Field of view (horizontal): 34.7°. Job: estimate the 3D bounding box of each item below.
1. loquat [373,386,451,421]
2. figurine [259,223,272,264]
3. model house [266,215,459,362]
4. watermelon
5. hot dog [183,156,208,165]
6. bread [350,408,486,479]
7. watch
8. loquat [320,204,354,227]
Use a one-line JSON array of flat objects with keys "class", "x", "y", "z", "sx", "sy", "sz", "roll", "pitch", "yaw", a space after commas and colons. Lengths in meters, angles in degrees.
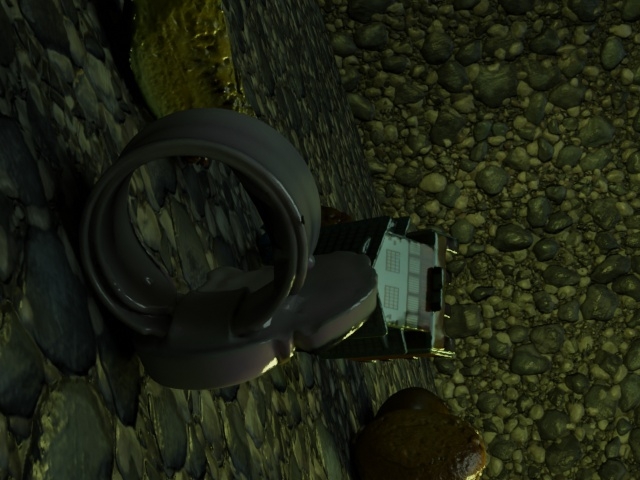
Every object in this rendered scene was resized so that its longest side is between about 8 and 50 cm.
[{"class": "loquat", "x": 0.191, "y": 0.391, "z": 2.076, "sx": 0.227, "sy": 0.179, "sz": 0.179, "roll": -90, "pitch": 162, "yaw": -67}, {"class": "figurine", "x": -0.050, "y": 0.030, "z": 1.576, "sx": 0.114, "sy": 0.079, "sz": 0.114, "roll": 38, "pitch": 43, "yaw": -48}, {"class": "model house", "x": 0.061, "y": 0.071, "z": 1.473, "sx": 0.215, "sy": 0.224, "sz": 0.198, "roll": 18, "pitch": 72, "yaw": -43}, {"class": "watermelon", "x": -0.155, "y": -0.217, "z": 1.182, "sx": 0.123, "sy": 0.129, "sz": 0.301, "roll": -87, "pitch": 165, "yaw": -56}, {"class": "hot dog", "x": -0.167, "y": -0.152, "z": 1.296, "sx": 0.049, "sy": 0.037, "sz": 0.122, "roll": -26, "pitch": 99, "yaw": -77}, {"class": "bread", "x": 0.179, "y": 0.398, "z": 1.831, "sx": 0.240, "sy": 0.239, "sz": 0.139, "roll": -81, "pitch": 167, "yaw": -68}, {"class": "watch", "x": -0.079, "y": -0.006, "z": 0.937, "sx": 0.196, "sy": 0.244, "sz": 0.231, "roll": -77, "pitch": 157, "yaw": -70}, {"class": "loquat", "x": 0.000, "y": 0.000, "z": 1.755, "sx": 0.113, "sy": 0.137, "sz": 0.137, "roll": 18, "pitch": 52, "yaw": -47}]
